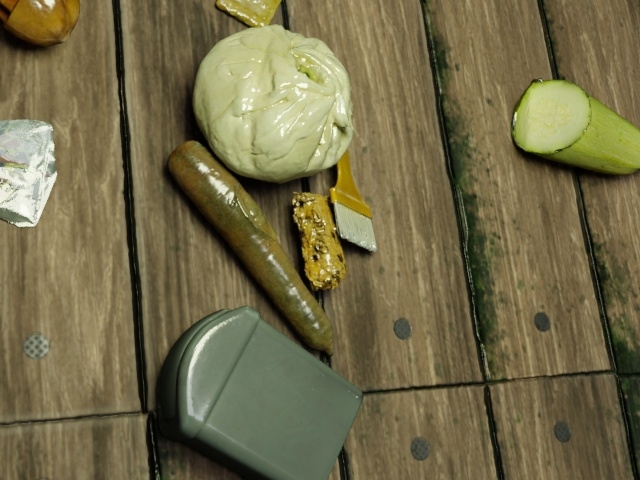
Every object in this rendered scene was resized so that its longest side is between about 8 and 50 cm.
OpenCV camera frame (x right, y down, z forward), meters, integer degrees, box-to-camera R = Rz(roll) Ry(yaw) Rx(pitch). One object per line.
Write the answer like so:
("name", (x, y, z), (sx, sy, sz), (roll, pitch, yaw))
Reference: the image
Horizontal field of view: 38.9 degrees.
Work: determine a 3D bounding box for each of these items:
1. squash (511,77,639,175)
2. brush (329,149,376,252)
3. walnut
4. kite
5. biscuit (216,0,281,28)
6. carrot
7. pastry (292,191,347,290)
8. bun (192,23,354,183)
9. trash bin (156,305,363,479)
("squash", (0.463, -0.159, 1.472), (0.287, 0.137, 0.137), (19, 66, -22))
("brush", (0.032, -0.118, 1.286), (0.103, 0.013, 0.272), (23, 53, -56))
("walnut", (-0.374, -0.334, 1.123), (0.116, 0.116, 0.207), (-27, 87, -30))
("kite", (-0.436, -0.101, 1.070), (0.245, 0.015, 0.141), (13, 67, -26))
("biscuit", (-0.102, -0.348, 1.312), (0.083, 0.018, 0.081), (28, 64, -15))
("carrot", (-0.079, 0.012, 1.185), (0.070, 0.070, 0.342), (-40, 95, -30))
("pastry", (0.000, 0.000, 1.218), (0.080, 0.056, 0.140), (22, 54, -67))
("bun", (-0.049, -0.188, 1.196), (0.229, 0.145, 0.229), (19, 55, -29))
("trash bin", (-0.081, 0.195, 1.106), (0.236, 0.101, 0.176), (35, 61, -15))
